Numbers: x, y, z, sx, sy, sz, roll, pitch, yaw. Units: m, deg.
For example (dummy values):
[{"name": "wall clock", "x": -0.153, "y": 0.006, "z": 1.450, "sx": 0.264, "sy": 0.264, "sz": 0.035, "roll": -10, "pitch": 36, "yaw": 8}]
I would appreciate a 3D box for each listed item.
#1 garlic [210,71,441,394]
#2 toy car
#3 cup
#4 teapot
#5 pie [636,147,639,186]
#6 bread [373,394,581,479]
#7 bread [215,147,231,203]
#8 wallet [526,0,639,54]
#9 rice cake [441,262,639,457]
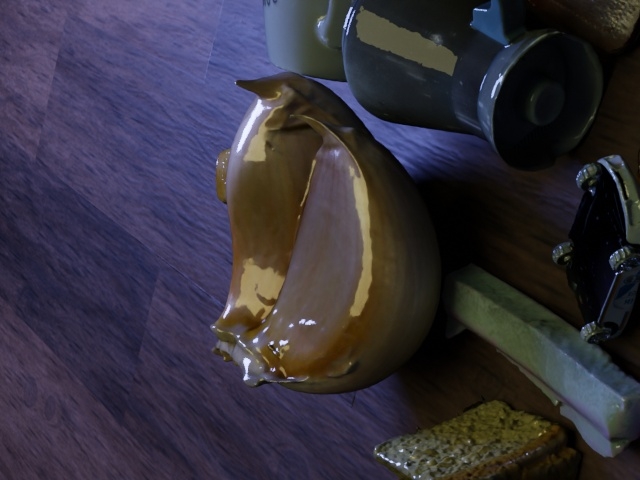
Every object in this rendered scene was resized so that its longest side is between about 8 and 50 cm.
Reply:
[{"name": "garlic", "x": 0.000, "y": 0.000, "z": 1.479, "sx": 0.286, "sy": 0.249, "sz": 0.313, "roll": -104, "pitch": 29, "yaw": -83}, {"name": "toy car", "x": 0.242, "y": 0.008, "z": 1.217, "sx": 0.205, "sy": 0.056, "sz": 0.095, "roll": 96, "pitch": 163, "yaw": -56}, {"name": "cup", "x": 0.025, "y": -0.283, "z": 1.499, "sx": 0.258, "sy": 0.186, "sz": 0.234, "roll": -86, "pitch": 5, "yaw": -76}, {"name": "teapot", "x": 0.137, "y": -0.177, "z": 1.355, "sx": 0.225, "sy": 0.171, "sz": 0.203, "roll": 34, "pitch": 149, "yaw": 46}, {"name": "pie", "x": 0.338, "y": -0.053, "z": 1.131, "sx": 0.273, "sy": 0.069, "sz": 0.273, "roll": -175, "pitch": 90, "yaw": -67}, {"name": "bread", "x": 0.139, "y": 0.205, "z": 1.320, "sx": 0.147, "sy": 0.152, "sz": 0.127, "roll": 21, "pitch": 92, "yaw": 55}, {"name": "bread", "x": -0.084, "y": -0.080, "z": 1.775, "sx": 0.132, "sy": 0.053, "sz": 0.074, "roll": -3, "pitch": 82, "yaw": 58}, {"name": "wallet", "x": 0.265, "y": -0.295, "z": 1.267, "sx": 0.137, "sy": 0.031, "sz": 0.255, "roll": 38, "pitch": 129, "yaw": 33}, {"name": "rice cake", "x": 0.199, "y": 0.104, "z": 1.331, "sx": 0.290, "sy": 0.051, "sz": 0.081, "roll": 37, "pitch": 125, "yaw": 54}]
